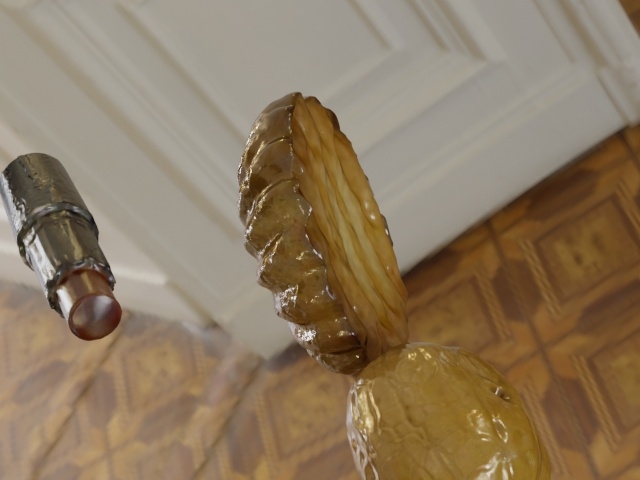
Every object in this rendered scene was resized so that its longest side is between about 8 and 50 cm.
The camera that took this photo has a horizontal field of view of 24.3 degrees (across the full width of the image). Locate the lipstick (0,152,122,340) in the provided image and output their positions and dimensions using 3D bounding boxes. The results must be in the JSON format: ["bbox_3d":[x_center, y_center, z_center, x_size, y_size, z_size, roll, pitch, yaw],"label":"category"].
[{"bbox_3d":[-0.248,0.004,1.413,0.081,0.081,0.300,-40,33,2],"label":"lipstick"}]

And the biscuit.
[{"bbox_3d":[0.000,0.000,1.625,0.107,0.326,0.326,-18,47,18],"label":"biscuit"}]

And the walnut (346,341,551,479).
[{"bbox_3d":[0.122,0.202,1.439,0.193,0.193,0.226,-34,43,9],"label":"walnut"}]
